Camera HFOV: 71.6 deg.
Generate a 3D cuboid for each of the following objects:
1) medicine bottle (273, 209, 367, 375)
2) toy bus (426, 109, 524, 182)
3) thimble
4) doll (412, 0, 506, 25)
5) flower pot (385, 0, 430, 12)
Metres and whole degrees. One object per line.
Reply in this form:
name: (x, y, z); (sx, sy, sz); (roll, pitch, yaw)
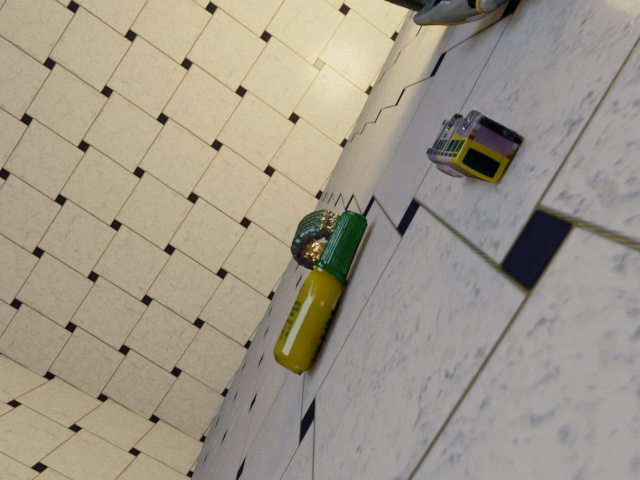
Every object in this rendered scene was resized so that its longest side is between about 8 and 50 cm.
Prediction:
medicine bottle: (0.004, 0.088, 0.814); (0.309, 0.076, 0.111); (-66, 9, -10)
toy bus: (0.146, -0.090, 0.437); (0.058, 0.052, 0.102); (-63, 8, 10)
thimble: (0.000, 0.002, 1.010); (0.135, 0.118, 0.090); (-39, 27, 40)
doll: (0.233, -0.381, 0.631); (0.316, 0.103, 0.146); (-101, 25, -68)
flower pot: (0.244, -0.661, 0.965); (0.299, 0.298, 0.283); (-78, 6, -66)
